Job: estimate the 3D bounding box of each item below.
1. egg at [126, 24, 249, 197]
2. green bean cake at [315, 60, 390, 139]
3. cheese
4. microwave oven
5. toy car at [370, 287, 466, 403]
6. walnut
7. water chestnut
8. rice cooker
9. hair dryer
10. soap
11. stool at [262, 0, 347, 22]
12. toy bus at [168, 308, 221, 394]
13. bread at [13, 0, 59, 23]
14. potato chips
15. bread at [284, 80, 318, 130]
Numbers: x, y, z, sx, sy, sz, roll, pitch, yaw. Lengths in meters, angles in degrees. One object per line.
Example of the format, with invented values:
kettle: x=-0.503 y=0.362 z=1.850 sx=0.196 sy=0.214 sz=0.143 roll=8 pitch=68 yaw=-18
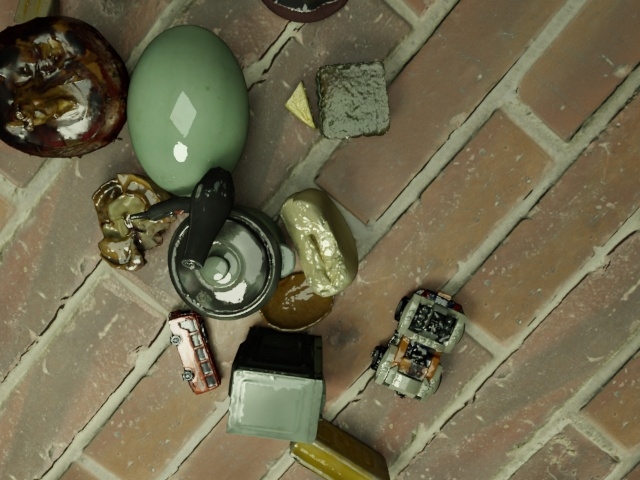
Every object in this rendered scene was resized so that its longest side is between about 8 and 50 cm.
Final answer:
egg: x=-0.302 y=-0.294 z=1.275 sx=0.276 sy=0.276 sz=0.389 roll=4 pitch=97 yaw=-1
green bean cake: x=0.076 y=-0.341 z=1.361 sx=0.173 sy=0.094 sz=0.181 roll=-7 pitch=99 yaw=0
cheese: x=0.000 y=0.000 z=1.359 sx=0.127 sy=0.233 sz=0.266 roll=-25 pitch=97 yaw=13
microwave oven: x=-0.104 y=0.340 z=1.380 sx=0.237 sy=0.295 sz=0.181 roll=9 pitch=101 yaw=-2
toy car: x=0.261 y=0.272 z=1.463 sx=0.193 sy=0.118 sz=0.301 roll=25 pitch=98 yaw=-2
walnut: x=-0.467 y=-0.056 z=1.390 sx=0.204 sy=0.141 sz=0.238 roll=39 pitch=99 yaw=6
water chestnut: x=-0.602 y=-0.331 z=1.235 sx=0.335 sy=0.347 sz=0.335 roll=0 pitch=107 yaw=0
rice cooker: x=-0.210 y=0.043 z=1.323 sx=0.317 sy=0.316 sz=0.264 roll=6 pitch=97 yaw=-1
hair dryer: x=-0.315 y=-0.039 z=1.198 sx=0.272 sy=0.091 sz=0.235 roll=-5 pitch=59 yaw=31
soap: x=0.050 y=0.582 z=1.486 sx=0.274 sy=0.173 sz=0.089 roll=33 pitch=97 yaw=-6
stool: x=-0.040 y=-0.656 z=1.262 sx=0.272 sy=0.178 sz=0.272 roll=0 pitch=99 yaw=0
toy bus: x=-0.341 y=0.296 z=1.489 sx=0.096 sy=0.073 sz=0.235 roll=-15 pitch=100 yaw=-7
bread: x=-0.672 y=-0.582 z=1.310 sx=0.077 sy=0.105 sz=0.152 roll=1 pitch=101 yaw=-7
potato chips: x=-0.061 y=0.164 z=1.462 sx=0.202 sy=0.049 sz=0.150 roll=-30 pitch=83 yaw=-6
bread: x=-0.030 y=-0.332 z=1.366 sx=0.109 sy=0.084 sz=0.080 roll=38 pitch=100 yaw=-6
